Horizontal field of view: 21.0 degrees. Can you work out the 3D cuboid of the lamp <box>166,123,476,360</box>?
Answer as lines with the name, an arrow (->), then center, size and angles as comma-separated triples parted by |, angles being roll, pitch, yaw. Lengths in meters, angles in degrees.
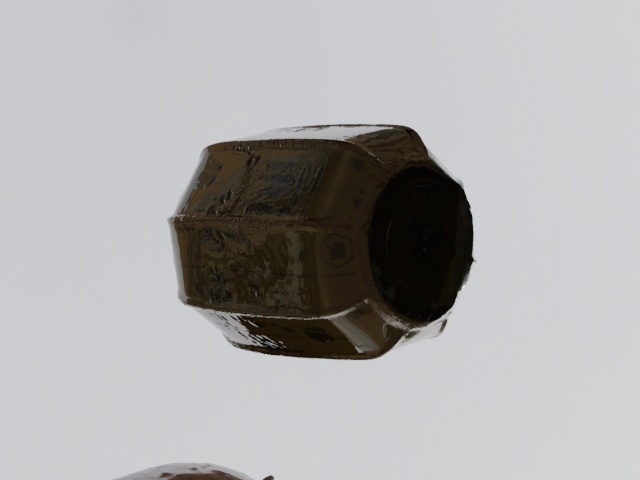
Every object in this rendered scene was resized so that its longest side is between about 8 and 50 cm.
lamp -> 0.000, 0.000, 1.142 | 0.161, 0.185, 0.161 | 0, -90, -44

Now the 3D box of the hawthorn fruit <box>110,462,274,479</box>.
hawthorn fruit -> -0.103, 0.246, 1.278 | 0.199, 0.199, 0.251 | 49, -139, 3
